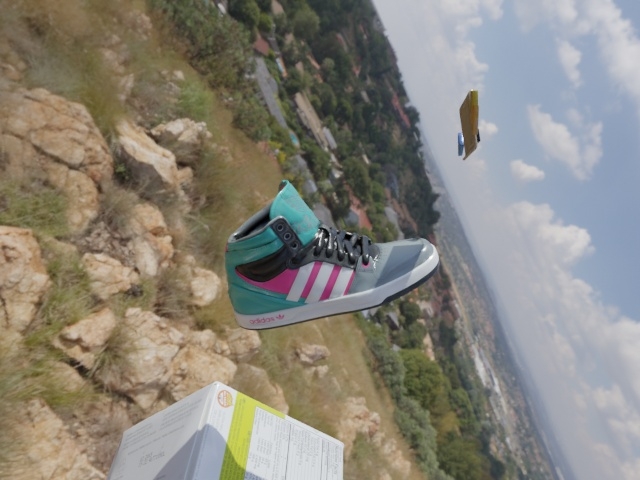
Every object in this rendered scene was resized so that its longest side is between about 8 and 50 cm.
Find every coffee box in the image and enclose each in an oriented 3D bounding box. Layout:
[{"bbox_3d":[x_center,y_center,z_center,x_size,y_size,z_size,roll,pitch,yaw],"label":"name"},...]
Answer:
[{"bbox_3d":[-0.188,0.521,0.820,0.334,0.338,0.338,37,36,-28],"label":"coffee box"}]

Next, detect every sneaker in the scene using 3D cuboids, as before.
[{"bbox_3d":[0.000,0.000,0.612,0.123,0.296,0.178,-96,169,-68],"label":"sneaker"}]

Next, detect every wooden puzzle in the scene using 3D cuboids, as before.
[{"bbox_3d":[0.180,-0.137,0.547,0.116,0.014,0.078,-44,130,-79],"label":"wooden puzzle"}]
